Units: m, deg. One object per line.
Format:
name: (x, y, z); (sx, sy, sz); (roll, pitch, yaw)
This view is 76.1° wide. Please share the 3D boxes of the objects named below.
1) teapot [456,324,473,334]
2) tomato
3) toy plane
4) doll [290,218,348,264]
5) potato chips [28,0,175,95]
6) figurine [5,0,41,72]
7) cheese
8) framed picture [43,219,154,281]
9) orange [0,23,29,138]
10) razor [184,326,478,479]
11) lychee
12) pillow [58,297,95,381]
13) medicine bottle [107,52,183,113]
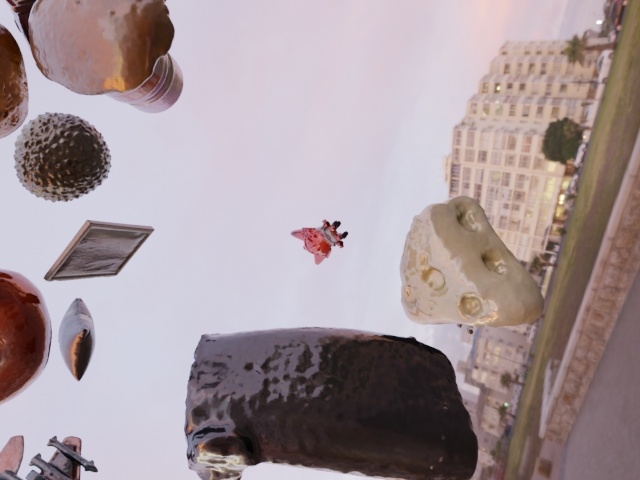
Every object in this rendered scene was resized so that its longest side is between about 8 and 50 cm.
teapot: (0.406, 0.218, 1.151); (0.080, 0.085, 0.110); (-50, -50, -14)
tomato: (-0.821, 0.230, 0.957); (0.341, 0.272, 0.342); (0, -90, -30)
toy plane: (-0.359, 0.394, 0.538); (0.223, 0.326, 0.104); (-55, -30, -41)
doll: (0.000, 0.000, 0.961); (0.109, 0.169, 0.057); (50, -118, -9)
potato chips: (-0.264, -0.244, 0.472); (0.150, 0.201, 0.049); (-67, -13, 4)
figurine: (-0.474, -0.345, 0.698); (0.082, 0.098, 0.154); (-51, -19, -35)
cheese: (0.258, 0.088, 0.761); (0.173, 0.251, 0.248); (-19, -36, -28)
framed picture: (-0.585, 0.029, 1.106); (0.192, 0.018, 0.265); (-49, -9, 6)
orange: (-0.578, -0.268, 0.652); (0.193, 0.219, 0.219); (-27, -53, -30)
razor: (0.011, 0.187, 0.487); (0.189, 0.326, 0.107); (-97, 16, -55)
lychee: (-0.777, -0.250, 1.234); (0.274, 0.255, 0.255); (-69, -26, -46)
pillow: (-0.794, 0.318, 1.337); (0.106, 0.250, 0.186); (4, -77, -35)
medicine bottle: (-0.531, -0.486, 1.071); (0.388, 0.219, 0.219); (-7, -70, -86)
